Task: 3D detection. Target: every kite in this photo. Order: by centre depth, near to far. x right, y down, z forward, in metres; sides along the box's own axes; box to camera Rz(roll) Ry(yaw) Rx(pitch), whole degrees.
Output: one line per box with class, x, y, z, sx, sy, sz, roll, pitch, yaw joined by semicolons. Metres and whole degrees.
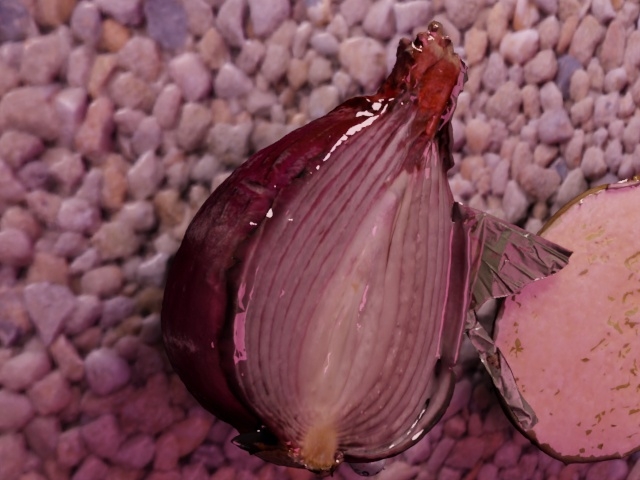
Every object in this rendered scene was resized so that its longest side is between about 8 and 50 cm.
kite;0.129;0.065;1.088;0.229;0.012;0.250;-28;95;-4

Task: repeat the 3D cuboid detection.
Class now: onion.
onion;0.000;0.000;0.946;0.267;0.159;0.348;32;74;-47

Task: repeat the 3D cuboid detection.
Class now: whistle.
whistle;0.025;0.180;1.072;0.100;0.035;0.035;41;76;-32

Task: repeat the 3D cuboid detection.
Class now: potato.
potato;0.274;0.063;1.173;0.239;0.116;0.299;42;85;-18
